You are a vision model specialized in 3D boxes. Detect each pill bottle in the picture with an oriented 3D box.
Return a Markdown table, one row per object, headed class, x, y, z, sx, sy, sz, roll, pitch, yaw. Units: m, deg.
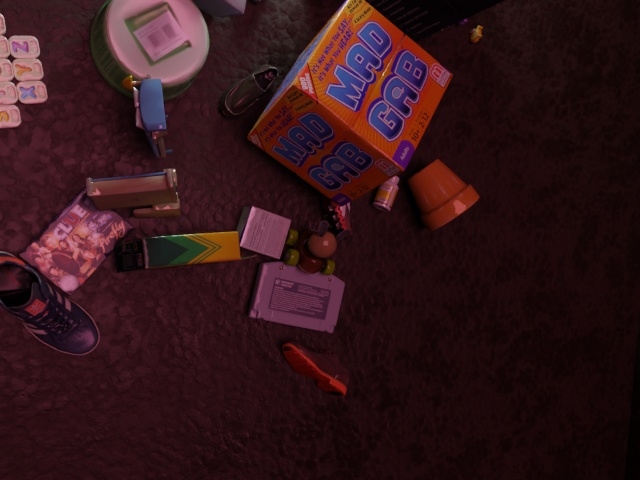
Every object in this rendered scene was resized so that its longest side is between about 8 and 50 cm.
| class | x | y | z | sx | sy | sz | roll | pitch | yaw |
| --- | --- | --- | --- | --- | --- | --- | --- | --- | --- |
| pill bottle | 0.220 | -0.159 | 2.019 | 0.065 | 0.065 | 0.116 | 27 | 80 | -26 |

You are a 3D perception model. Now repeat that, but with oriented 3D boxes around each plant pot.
| class | x | y | z | sx | sy | sz | roll | pitch | yaw |
| --- | --- | --- | --- | --- | --- | --- | --- | --- | --- |
| plant pot | 0.395 | -0.164 | 2.051 | 0.205 | 0.205 | 0.188 | -37 | 92 | -22 |

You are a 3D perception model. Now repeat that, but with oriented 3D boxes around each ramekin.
| class | x | y | z | sx | sy | sz | roll | pitch | yaw |
| --- | --- | --- | --- | --- | --- | --- | --- | --- | --- |
| ramekin | -0.443 | -0.529 | 1.614 | 0.304 | 0.148 | 0.303 | -1 | 92 | -28 |

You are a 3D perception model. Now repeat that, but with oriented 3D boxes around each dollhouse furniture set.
| class | x | y | z | sx | sy | sz | roll | pitch | yaw |
| --- | --- | --- | --- | --- | --- | --- | --- | --- | --- |
| dollhouse furniture set | -0.487 | -0.235 | 1.581 | 0.198 | 0.286 | 0.303 | -6 | 78 | -10 |

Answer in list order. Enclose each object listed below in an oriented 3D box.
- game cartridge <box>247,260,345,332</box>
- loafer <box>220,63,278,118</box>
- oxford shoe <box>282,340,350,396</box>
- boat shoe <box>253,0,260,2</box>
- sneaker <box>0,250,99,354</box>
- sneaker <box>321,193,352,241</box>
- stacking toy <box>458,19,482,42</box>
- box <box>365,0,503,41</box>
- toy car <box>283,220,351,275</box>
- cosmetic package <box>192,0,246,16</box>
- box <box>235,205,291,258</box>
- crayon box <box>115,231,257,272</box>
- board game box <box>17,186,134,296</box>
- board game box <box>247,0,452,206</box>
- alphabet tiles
| class | x | y | z | sx | sy | sz | roll | pitch | yaw |
| --- | --- | --- | --- | --- | --- | --- | --- | --- | --- |
| game cartridge | -0.070 | 0.168 | 1.887 | 0.294 | 0.060 | 0.196 | 16 | 88 | -27 |
| loafer | -0.206 | -0.445 | 1.780 | 0.080 | 0.078 | 0.220 | 47 | 71 | -21 |
| oxford shoe | -0.011 | 0.382 | 1.915 | 0.271 | 0.097 | 0.098 | 44 | 52 | -26 |
| boat shoe | -0.159 | -0.815 | 1.807 | 0.233 | 0.084 | 0.079 | -68 | 154 | -17 |
| sneaker | -0.693 | 0.170 | 1.507 | 0.350 | 0.148 | 0.131 | 45 | 72 | -22 |
| sneaker | 0.062 | -0.139 | 1.919 | 0.135 | 0.098 | 0.276 | -22 | 100 | -23 |
| stacking toy | 0.500 | -0.828 | 2.156 | 0.167 | 0.052 | 0.221 | 6 | 87 | -29 |
| box | 0.284 | -0.884 | 1.796 | 0.472 | 0.480 | 0.297 | 20 | 81 | -27 |
| toy car | 0.000 | 0.000 | 1.822 | 0.155 | 0.188 | 0.148 | 16 | 50 | -27 |
| cosmetic package | -0.316 | -0.698 | 1.638 | 0.238 | 0.127 | 0.107 | 17 | 82 | -54 |
| box | -0.175 | -0.023 | 1.814 | 0.137 | 0.072 | 0.126 | 20 | 83 | -27 |
| crayon box | -0.357 | 0.029 | 1.629 | 0.319 | 0.202 | 0.081 | -4 | 87 | -38 |
| board game box | -0.633 | 0.001 | 1.592 | 0.165 | 0.042 | 0.243 | 45 | 72 | -21 |
| board game box | 0.076 | -0.375 | 1.714 | 0.356 | 0.356 | 0.356 | 35 | 65 | -15 |
| alphabet tiles | -0.828 | -0.414 | 1.489 | 0.278 | 0.021 | 0.284 | -10 | 97 | -27 |
